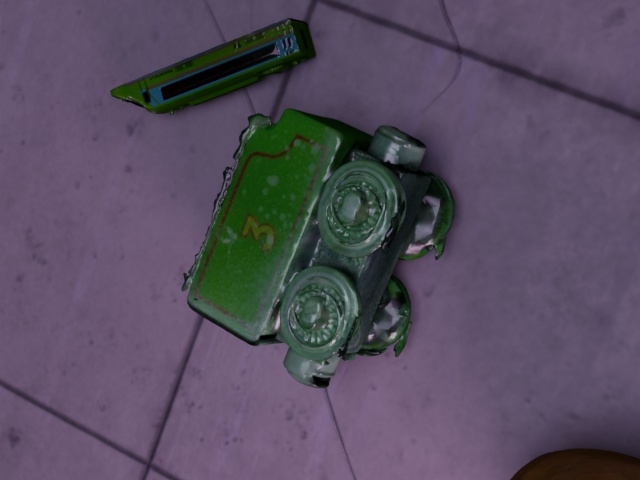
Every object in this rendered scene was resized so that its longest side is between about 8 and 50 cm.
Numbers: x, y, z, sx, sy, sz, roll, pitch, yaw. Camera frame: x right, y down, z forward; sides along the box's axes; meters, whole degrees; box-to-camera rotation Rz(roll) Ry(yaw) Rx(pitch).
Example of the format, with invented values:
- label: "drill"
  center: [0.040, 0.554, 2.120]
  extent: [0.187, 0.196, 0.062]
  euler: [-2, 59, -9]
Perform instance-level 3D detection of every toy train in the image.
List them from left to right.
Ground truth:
- label: "toy train"
  center: [-0.107, -0.158, 1.137]
  extent: [0.209, 0.044, 0.042]
  euler: [-18, 87, 22]
- label: "toy train"
  center: [0.000, 0.000, 1.060]
  extent: [0.188, 0.132, 0.243]
  euler: [29, 103, 27]

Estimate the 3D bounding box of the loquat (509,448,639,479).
- label: "loquat"
  center: [0.235, 0.267, 0.924]
  extent: [0.238, 0.238, 0.193]
  euler: [17, 78, 20]
